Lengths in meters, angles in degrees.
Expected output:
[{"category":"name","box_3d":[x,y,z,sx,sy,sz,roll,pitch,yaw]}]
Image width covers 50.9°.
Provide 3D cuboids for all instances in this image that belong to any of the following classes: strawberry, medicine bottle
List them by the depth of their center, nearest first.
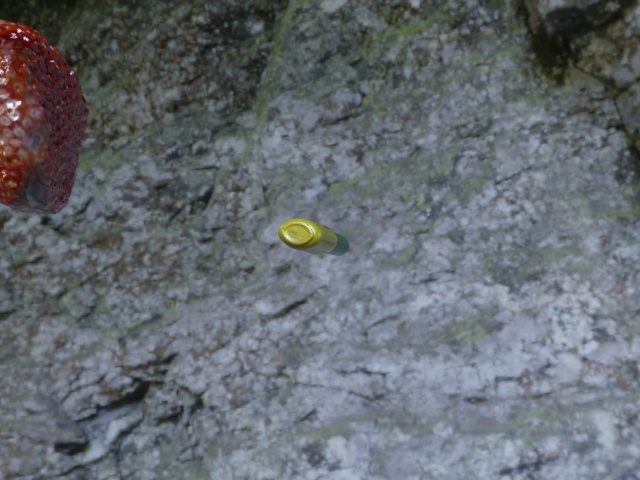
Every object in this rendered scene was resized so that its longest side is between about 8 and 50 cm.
[{"category":"strawberry","box_3d":[-0.547,-0.206,1.197,0.267,0.351,0.312,-14,-31,-17]},{"category":"medicine bottle","box_3d":[0.000,0.000,1.420,0.094,0.064,0.260,7,-4,22]}]
